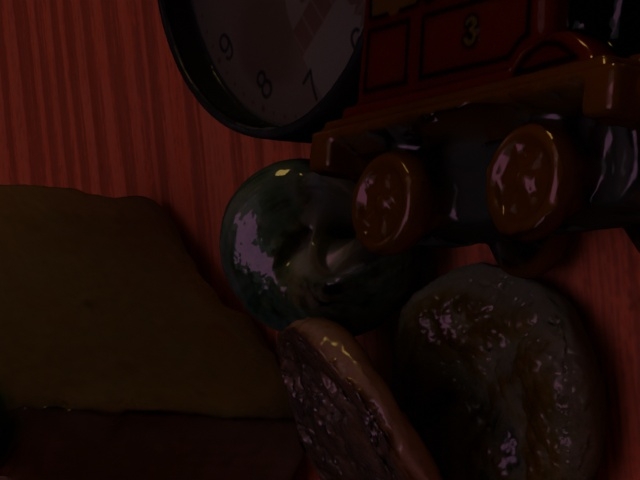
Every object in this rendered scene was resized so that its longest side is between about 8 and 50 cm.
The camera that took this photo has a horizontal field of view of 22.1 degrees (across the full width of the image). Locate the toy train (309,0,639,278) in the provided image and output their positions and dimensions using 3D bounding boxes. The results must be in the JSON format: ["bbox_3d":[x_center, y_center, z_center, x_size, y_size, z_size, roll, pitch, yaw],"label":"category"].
[{"bbox_3d":[0.137,-0.096,1.144,0.369,0.163,0.232,-8,78,55],"label":"toy train"}]

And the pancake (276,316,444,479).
[{"bbox_3d":[0.036,0.184,1.318,0.282,0.049,0.282,53,161,28],"label":"pancake"}]

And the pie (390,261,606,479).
[{"bbox_3d":[0.132,0.128,1.256,0.240,0.054,0.240,11,103,56],"label":"pie"}]

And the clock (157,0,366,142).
[{"bbox_3d":[-0.025,-0.271,1.413,0.386,0.076,0.386,8,100,54],"label":"clock"}]

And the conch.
[{"bbox_3d":[0.003,0.002,1.369,0.176,0.122,0.188,-54,51,17],"label":"conch"}]

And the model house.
[{"bbox_3d":[-0.255,0.181,1.579,0.382,0.334,0.342,59,136,47],"label":"model house"}]
